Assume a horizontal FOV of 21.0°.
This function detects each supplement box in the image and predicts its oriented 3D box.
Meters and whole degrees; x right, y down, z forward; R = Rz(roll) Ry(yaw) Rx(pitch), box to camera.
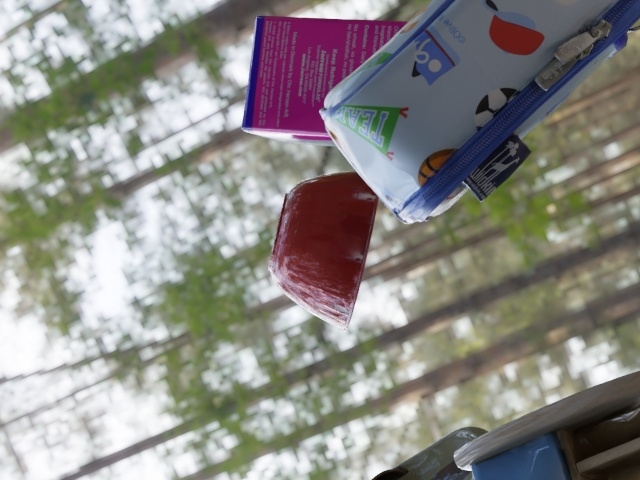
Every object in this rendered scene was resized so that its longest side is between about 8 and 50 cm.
[{"bbox_3d":[0.054,-0.140,1.585,0.111,0.220,0.113,10,-92,-66],"label":"supplement box"}]

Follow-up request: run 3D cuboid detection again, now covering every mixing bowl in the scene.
[{"bbox_3d":[0.000,0.000,1.866,0.098,0.181,0.181,13,-141,-2],"label":"mixing bowl"}]

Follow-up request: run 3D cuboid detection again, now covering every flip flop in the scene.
[{"bbox_3d":[0.065,0.278,1.692,0.080,0.277,0.112,17,-141,-48],"label":"flip flop"}]

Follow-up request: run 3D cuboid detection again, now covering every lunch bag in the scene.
[{"bbox_3d":[0.120,-0.123,1.152,0.115,0.243,0.303,48,-176,-1],"label":"lunch bag"}]

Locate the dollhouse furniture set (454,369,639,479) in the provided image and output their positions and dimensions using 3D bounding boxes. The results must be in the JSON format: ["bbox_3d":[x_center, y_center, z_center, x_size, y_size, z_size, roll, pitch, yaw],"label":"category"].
[{"bbox_3d":[0.131,0.147,0.845,0.303,0.286,0.198,17,-129,-53],"label":"dollhouse furniture set"}]
